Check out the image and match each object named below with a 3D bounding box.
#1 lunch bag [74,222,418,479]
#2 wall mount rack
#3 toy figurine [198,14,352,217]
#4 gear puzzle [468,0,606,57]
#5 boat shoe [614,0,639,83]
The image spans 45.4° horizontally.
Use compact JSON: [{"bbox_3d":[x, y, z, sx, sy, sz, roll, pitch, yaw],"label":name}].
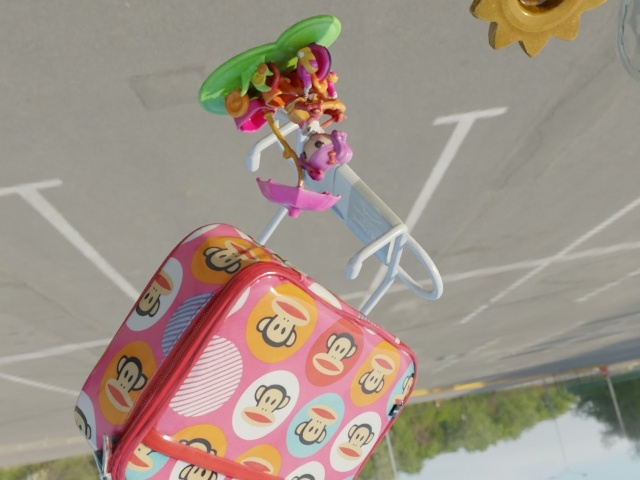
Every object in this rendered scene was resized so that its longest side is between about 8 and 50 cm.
[{"bbox_3d":[-0.065,0.150,0.684,0.120,0.258,0.293,33,177,44],"label":"lunch bag"},{"bbox_3d":[0.000,0.000,1.063,0.130,0.350,0.304,-36,160,-19],"label":"wall mount rack"},{"bbox_3d":[-0.019,-0.108,0.761,0.173,0.159,0.130,-32,166,31],"label":"toy figurine"},{"bbox_3d":[0.143,-0.253,0.364,0.175,0.044,0.339,-5,125,-16],"label":"gear puzzle"},{"bbox_3d":[0.321,-0.238,0.514,0.096,0.117,0.324,-23,152,-30],"label":"boat shoe"}]
